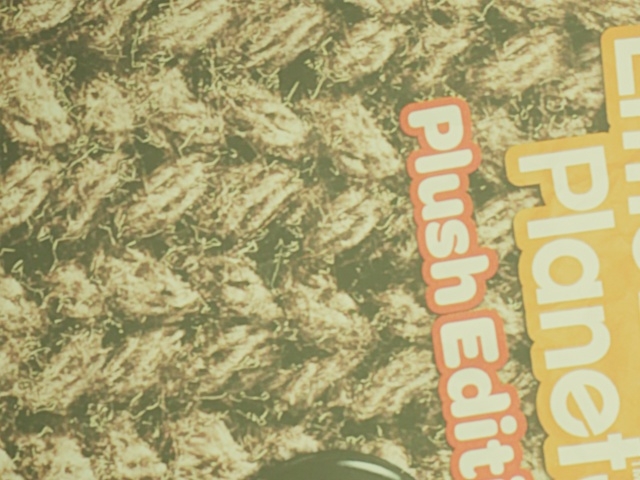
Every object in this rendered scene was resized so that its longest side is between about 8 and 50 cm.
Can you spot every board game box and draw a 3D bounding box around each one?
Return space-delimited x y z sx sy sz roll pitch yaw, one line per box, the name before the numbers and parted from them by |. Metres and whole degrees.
board game box | 0.000 0.000 0.439 0.291 0.141 0.232 -1 76 9
